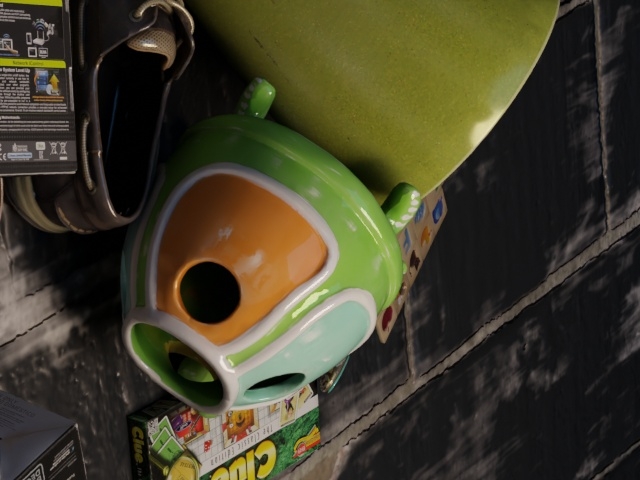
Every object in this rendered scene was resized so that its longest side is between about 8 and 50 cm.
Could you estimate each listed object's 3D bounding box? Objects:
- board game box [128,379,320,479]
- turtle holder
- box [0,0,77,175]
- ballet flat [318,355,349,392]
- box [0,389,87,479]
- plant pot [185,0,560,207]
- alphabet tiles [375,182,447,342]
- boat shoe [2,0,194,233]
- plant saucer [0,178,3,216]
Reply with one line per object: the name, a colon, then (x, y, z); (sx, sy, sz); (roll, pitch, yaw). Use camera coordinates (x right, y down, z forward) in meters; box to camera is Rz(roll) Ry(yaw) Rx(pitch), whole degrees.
board game box: (-0.090, 0.190, 1.921); (0.260, 0.030, 0.136); (-27, 123, -48)
turtle holder: (-0.077, 0.031, 1.715); (0.243, 0.320, 0.227); (44, 63, -16)
box: (-0.300, -0.153, 1.471); (0.270, 0.060, 0.216); (-5, 92, -54)
ballet flat: (0.015, 0.114, 2.031); (0.114, 0.041, 0.041); (-56, 140, -47)
box: (-0.263, 0.249, 1.542); (0.087, 0.169, 0.290); (-43, 140, -41)
plant pot: (0.013, -0.213, 1.731); (0.293, 0.275, 0.275); (36, 66, -16)
alphabet tiles: (0.089, -0.041, 2.079); (0.198, 0.009, 0.237); (71, 36, -46)
boat shoe: (-0.163, -0.175, 1.625); (0.132, 0.130, 0.355); (0, 99, -54)
plant saucer: (-0.320, -0.029, 1.537); (0.168, 0.029, 0.168); (-21, 117, -49)
